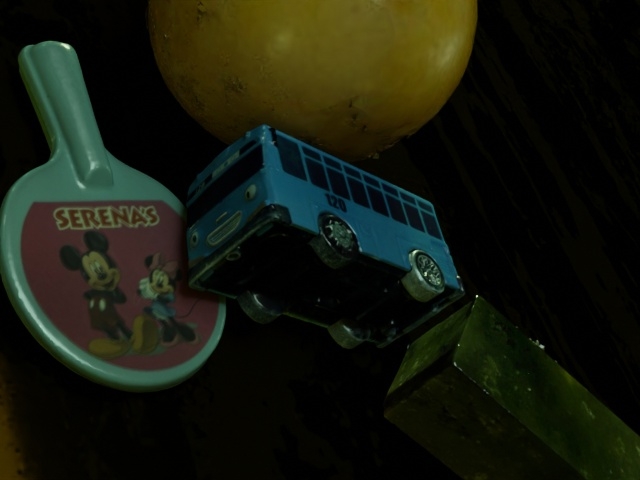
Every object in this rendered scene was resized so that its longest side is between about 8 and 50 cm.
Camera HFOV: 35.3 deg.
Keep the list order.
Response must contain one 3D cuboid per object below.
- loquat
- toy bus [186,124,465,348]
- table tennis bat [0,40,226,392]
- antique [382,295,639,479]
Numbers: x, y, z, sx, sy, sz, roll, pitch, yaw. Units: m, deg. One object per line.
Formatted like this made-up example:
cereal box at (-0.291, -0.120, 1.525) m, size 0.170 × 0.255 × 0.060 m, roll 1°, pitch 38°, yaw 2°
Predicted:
loquat at (-0.010, -0.165, 0.711) m, size 0.235 × 0.235 × 0.235 m, roll 24°, pitch 44°, yaw -26°
toy bus at (0.000, 0.000, 0.673) m, size 0.185 × 0.090 × 0.106 m, roll 22°, pitch 44°, yaw -42°
table tennis bat at (-0.139, -0.019, 0.626) m, size 0.153 × 0.040 × 0.244 m, roll 0°, pitch 62°, yaw -47°
antique at (0.157, 0.148, 0.717) m, size 0.221 × 0.080 × 0.081 m, roll 42°, pitch 40°, yaw -9°
